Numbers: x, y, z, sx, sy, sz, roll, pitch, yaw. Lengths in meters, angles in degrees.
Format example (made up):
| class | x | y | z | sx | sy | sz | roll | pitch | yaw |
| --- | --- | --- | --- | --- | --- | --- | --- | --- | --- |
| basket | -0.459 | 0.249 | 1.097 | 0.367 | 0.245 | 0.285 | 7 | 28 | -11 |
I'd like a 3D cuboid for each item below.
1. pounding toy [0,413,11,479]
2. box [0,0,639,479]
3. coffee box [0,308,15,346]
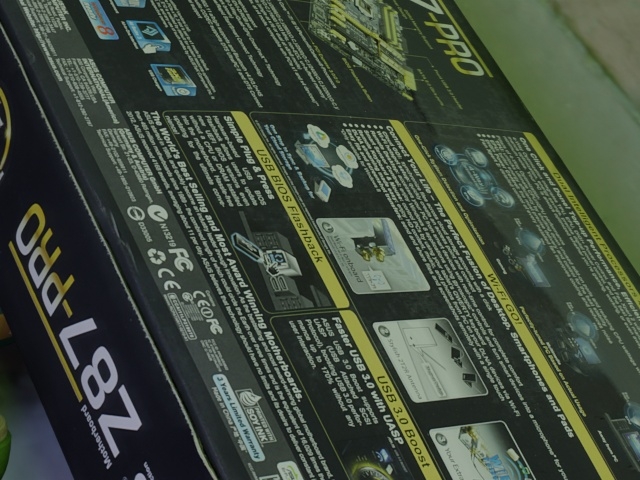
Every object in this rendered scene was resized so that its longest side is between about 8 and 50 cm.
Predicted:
| class | x | y | z | sx | sy | sz | roll | pitch | yaw |
| --- | --- | --- | --- | --- | --- | --- | --- | --- | --- |
| pounding toy | -0.218 | 0.120 | 0.629 | 0.183 | 0.110 | 0.237 | 3 | 4 | 16 |
| box | 0.000 | 0.000 | 0.817 | 0.318 | 0.097 | 0.395 | -3 | 52 | -41 |
| coffee box | -0.170 | -0.002 | 0.816 | 0.184 | 0.040 | 0.113 | -15 | 59 | -35 |
